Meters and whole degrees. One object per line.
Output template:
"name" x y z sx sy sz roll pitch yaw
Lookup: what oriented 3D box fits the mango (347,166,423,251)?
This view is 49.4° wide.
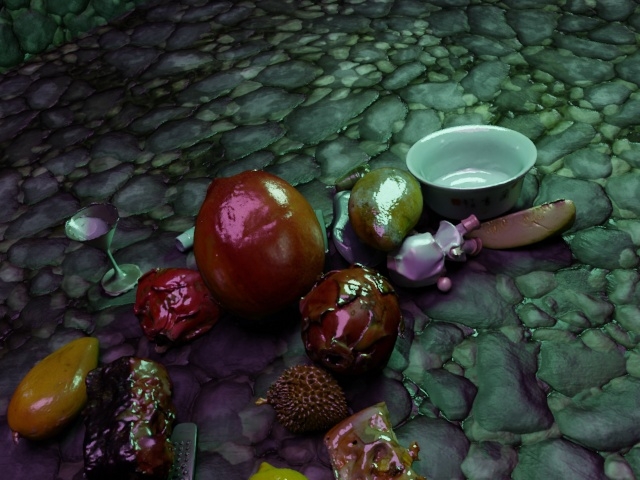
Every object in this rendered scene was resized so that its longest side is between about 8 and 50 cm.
"mango" 0.165 -0.077 1.790 0.192 0.146 0.316 9 40 5

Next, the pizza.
"pizza" 0.121 0.463 1.398 0.189 0.071 0.297 -20 44 -10

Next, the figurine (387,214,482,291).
"figurine" 0.289 0.030 1.773 0.275 0.133 0.200 -25 61 -13

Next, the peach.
"peach" -0.155 0.003 1.716 0.372 0.290 0.373 3 78 -14

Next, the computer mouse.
"computer mouse" 0.110 -0.052 1.920 0.167 0.090 0.379 12 44 -5

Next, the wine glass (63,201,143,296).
"wine glass" -0.574 0.030 1.877 0.156 0.232 0.156 -7 43 6

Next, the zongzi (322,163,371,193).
"zongzi" 0.083 -0.185 2.118 0.154 0.062 0.130 -24 20 9

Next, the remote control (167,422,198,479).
"remote control" -0.297 0.490 1.475 0.072 0.042 0.222 -7 44 7

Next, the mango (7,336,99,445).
"mango" -0.619 0.346 1.638 0.176 0.119 0.317 -4 38 19

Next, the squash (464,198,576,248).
"squash" 0.514 -0.030 1.808 0.252 0.093 0.169 -16 -2 -6

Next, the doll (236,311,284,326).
"doll" -0.153 0.200 1.764 0.125 0.027 0.037 -6 42 9

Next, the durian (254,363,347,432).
"durian" -0.051 0.343 1.507 0.208 0.147 0.102 -5 1 19

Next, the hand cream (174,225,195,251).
"hand cream" -0.344 -0.027 2.033 0.076 0.047 0.174 28 47 36

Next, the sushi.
"sushi" -0.397 0.388 1.492 0.181 0.197 0.343 -14 37 -3

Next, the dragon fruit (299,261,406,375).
"dragon fruit" 0.071 0.189 1.587 0.250 0.250 0.315 -10 36 1

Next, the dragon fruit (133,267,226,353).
"dragon fruit" -0.376 0.176 1.756 0.261 0.134 0.212 -3 47 9

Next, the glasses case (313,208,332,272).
"glasses case" 0.000 0.000 1.903 0.039 0.078 0.184 -10 43 1

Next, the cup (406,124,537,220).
"cup" 0.414 -0.169 1.921 0.346 0.163 0.347 -7 36 5

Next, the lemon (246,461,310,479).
"lemon" -0.073 0.525 1.288 0.186 0.187 0.244 -17 48 -6
